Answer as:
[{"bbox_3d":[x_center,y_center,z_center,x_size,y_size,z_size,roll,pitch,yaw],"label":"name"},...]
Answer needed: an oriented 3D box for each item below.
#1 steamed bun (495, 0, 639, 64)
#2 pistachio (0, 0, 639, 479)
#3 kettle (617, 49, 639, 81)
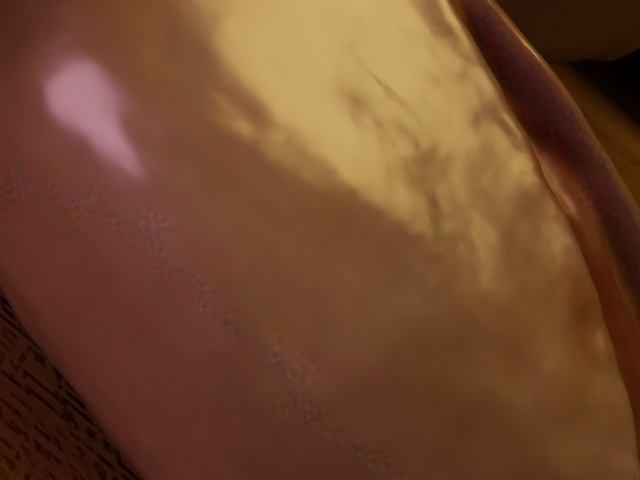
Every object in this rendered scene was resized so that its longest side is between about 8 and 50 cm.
[{"bbox_3d":[0.080,-0.265,0.950,0.334,0.334,0.374,0,47,-55],"label":"steamed bun"},{"bbox_3d":[0.000,0.000,0.620,0.299,0.187,0.187,49,27,-3],"label":"pistachio"},{"bbox_3d":[0.295,-0.159,1.204,0.308,0.203,0.262,44,-14,-10],"label":"kettle"}]
